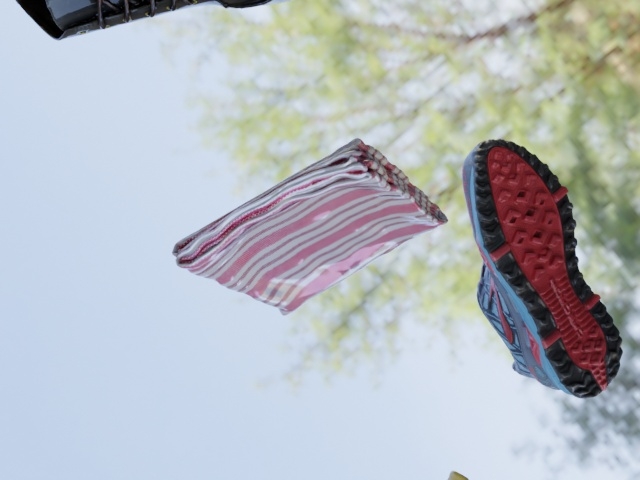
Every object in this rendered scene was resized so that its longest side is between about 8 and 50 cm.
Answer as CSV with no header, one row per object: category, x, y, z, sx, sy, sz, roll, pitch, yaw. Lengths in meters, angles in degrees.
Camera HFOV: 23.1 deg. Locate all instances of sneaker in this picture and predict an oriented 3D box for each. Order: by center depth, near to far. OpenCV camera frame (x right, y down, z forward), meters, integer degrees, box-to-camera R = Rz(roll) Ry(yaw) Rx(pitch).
sneaker,-0.099,-0.161,0.967,0.222,0.118,0.083,15,135,52
sneaker,0.176,0.031,1.456,0.125,0.104,0.262,1,118,56

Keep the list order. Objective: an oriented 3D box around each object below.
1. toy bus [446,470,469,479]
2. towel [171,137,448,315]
toy bus,0.128,0.274,0.940,0.220,0.211,0.149,30,166,16
towel,0.000,0.000,1.056,0.029,0.144,0.197,65,-167,20
